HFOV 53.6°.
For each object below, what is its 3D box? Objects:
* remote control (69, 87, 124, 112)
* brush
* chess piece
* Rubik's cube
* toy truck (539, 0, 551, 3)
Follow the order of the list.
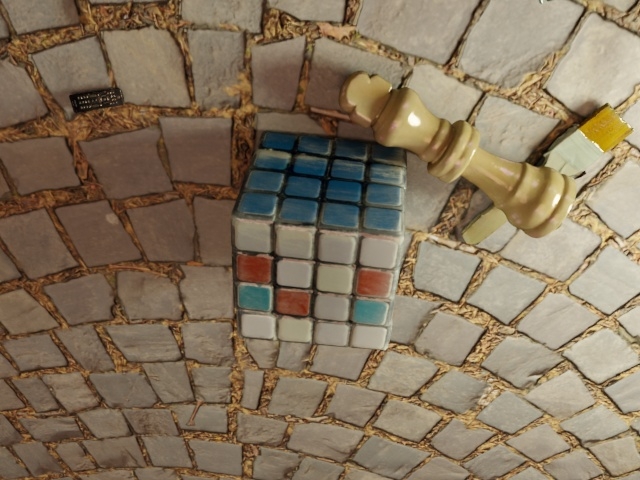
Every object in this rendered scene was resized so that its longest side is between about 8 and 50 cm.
[{"bbox_3d":[-0.367,-0.233,1.046,0.091,0.016,0.034,-6,112,9],"label":"remote control"},{"bbox_3d":[0.368,-0.098,1.082,0.085,0.020,0.336,34,125,-20],"label":"brush"},{"bbox_3d":[0.206,-0.144,0.998,0.397,0.117,0.117,29,126,-8],"label":"chess piece"},{"bbox_3d":[0.000,-0.001,1.042,0.258,0.256,0.253,5,129,2],"label":"Rubik's cube"},{"bbox_3d":[0.401,-0.395,0.738,0.338,0.184,0.133,-17,126,18],"label":"toy truck"}]
